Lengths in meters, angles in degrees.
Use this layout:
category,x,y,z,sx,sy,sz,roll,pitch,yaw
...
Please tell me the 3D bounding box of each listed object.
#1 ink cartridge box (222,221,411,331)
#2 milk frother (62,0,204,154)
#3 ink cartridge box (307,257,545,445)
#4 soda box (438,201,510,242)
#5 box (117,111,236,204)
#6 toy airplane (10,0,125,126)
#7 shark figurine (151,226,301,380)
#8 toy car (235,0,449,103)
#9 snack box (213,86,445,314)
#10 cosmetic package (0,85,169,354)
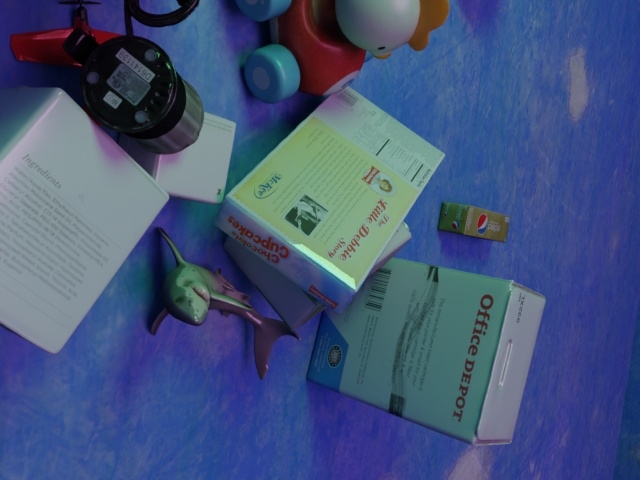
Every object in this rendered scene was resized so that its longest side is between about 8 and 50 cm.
category,x,y,z,sx,sy,sz,roll,pitch,yaw
ink cartridge box,0.000,0.000,0.912,0.212,0.093,0.154,-33,78,-39
milk frother,-0.150,-0.167,0.630,0.143,0.135,0.129,-34,90,0
ink cartridge box,0.153,0.151,1.007,0.129,0.307,0.223,19,84,-48
soda box,0.310,-0.035,1.329,0.181,0.061,0.058,9,92,-49
box,-0.168,-0.099,0.761,0.101,0.087,0.102,11,90,-49
toy airplane,-0.246,-0.178,0.701,0.151,0.028,0.151,-12,107,-45
shark figurine,-0.151,0.092,0.840,0.116,0.166,0.278,-46,153,1
toy car,0.052,-0.277,0.842,0.219,0.237,0.211,-34,132,-39
snack box,0.027,-0.071,0.873,0.322,0.187,0.060,-52,177,-44
cosmetic package,-0.275,-0.024,0.610,0.184,0.151,0.151,-58,135,-21
